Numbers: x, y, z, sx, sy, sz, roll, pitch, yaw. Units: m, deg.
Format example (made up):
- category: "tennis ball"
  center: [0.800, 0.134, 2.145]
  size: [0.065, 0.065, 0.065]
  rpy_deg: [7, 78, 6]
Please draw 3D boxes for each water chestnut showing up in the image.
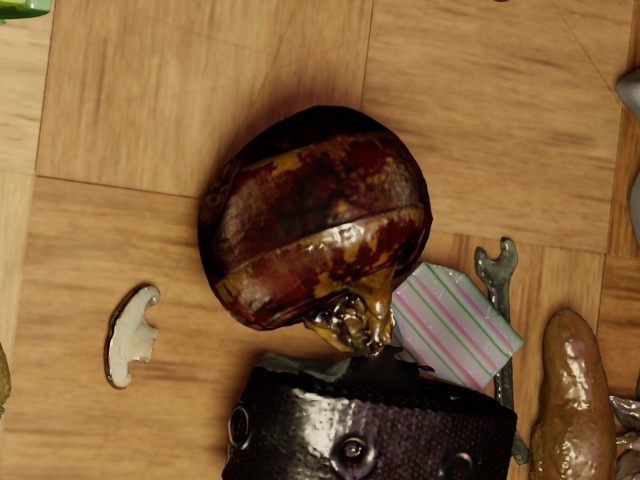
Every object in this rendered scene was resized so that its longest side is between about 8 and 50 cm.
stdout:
- category: "water chestnut"
  center: [0.000, 0.000, 1.567]
  size: [0.224, 0.224, 0.238]
  rpy_deg: [-22, 82, -29]

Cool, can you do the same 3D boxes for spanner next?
- category: "spanner"
  center: [0.190, 0.124, 1.806]
  size: [0.054, 0.015, 0.254]
  rpy_deg: [-7, 96, -32]

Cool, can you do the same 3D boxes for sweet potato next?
- category: "sweet potato"
  center: [0.263, 0.251, 1.809]
  size: [0.095, 0.106, 0.354]
  rpy_deg: [-2, 81, -19]

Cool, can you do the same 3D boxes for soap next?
- category: "soap"
  center: [0.120, 0.084, 1.731]
  size: [0.100, 0.056, 0.149]
  rpy_deg: [-48, 110, -16]

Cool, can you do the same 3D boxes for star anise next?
- category: "star anise"
  center: [0.374, 0.216, 1.893]
  size: [0.195, 0.065, 0.182]
  rpy_deg: [-47, 114, -18]

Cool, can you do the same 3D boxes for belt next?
- category: "belt"
  center: [0.048, 0.177, 1.624]
  size: [0.289, 0.184, 0.164]
  rpy_deg: [10, 96, -32]

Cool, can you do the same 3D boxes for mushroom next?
- category: "mushroom"
  center: [-0.173, 0.087, 1.583]
  size: [0.049, 0.019, 0.101]
  rpy_deg: [23, 83, -29]

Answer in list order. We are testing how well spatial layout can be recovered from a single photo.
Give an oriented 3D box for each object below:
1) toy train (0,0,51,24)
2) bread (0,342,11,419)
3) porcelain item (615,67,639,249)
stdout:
- category: "toy train"
  center: [-0.309, -0.321, 1.425]
  size: [0.202, 0.120, 0.300]
  rpy_deg: [5, 90, -33]
- category: "bread"
  center: [-0.357, 0.095, 1.382]
  size: [0.195, 0.176, 0.246]
  rpy_deg: [-31, 107, -24]
- category: "porcelain item"
  center: [0.465, -0.012, 1.869]
  size: [0.243, 0.178, 0.405]
  rpy_deg: [-26, 103, -29]
